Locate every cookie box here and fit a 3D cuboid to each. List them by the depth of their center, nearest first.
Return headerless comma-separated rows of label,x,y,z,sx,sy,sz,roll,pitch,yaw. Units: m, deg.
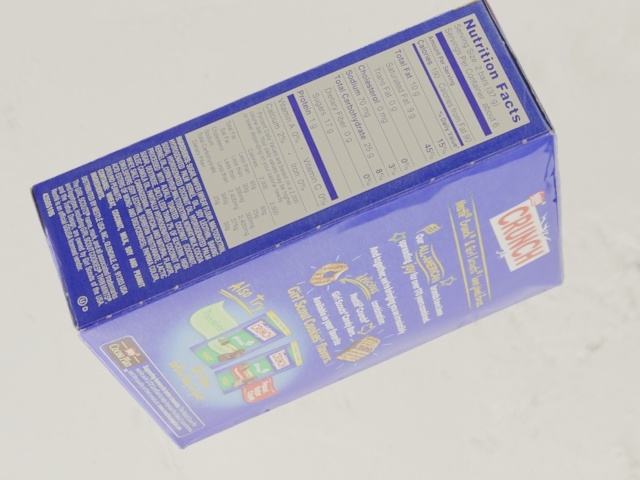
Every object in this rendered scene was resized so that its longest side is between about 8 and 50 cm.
cookie box,0.000,0.000,0.375,0.107,0.092,0.040,-23,-114,0
